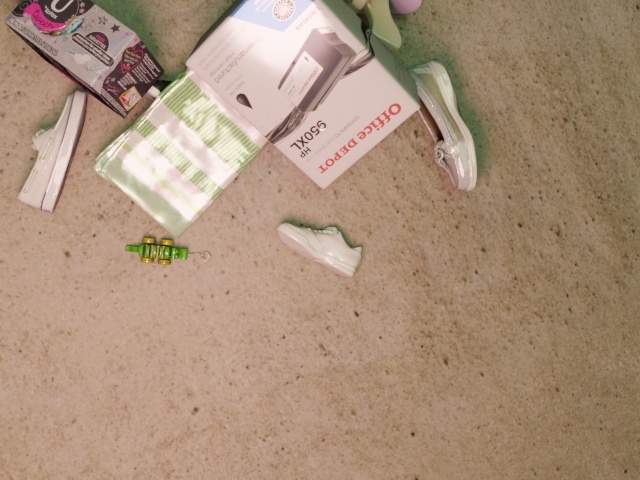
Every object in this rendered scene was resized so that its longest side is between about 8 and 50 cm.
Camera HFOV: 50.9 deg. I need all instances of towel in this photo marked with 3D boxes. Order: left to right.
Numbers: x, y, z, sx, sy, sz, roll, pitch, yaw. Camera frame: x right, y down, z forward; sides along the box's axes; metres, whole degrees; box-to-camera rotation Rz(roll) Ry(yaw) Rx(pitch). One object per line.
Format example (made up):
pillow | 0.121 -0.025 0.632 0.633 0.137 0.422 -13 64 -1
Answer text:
towel | -0.291 -0.194 1.450 0.325 0.038 0.248 -45 112 5

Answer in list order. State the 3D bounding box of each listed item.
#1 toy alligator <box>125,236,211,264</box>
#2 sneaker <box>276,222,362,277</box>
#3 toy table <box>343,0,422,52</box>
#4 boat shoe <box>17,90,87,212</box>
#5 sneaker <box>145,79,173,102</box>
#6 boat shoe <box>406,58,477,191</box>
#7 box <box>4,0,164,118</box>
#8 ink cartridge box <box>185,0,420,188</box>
toy alligator | -0.337 0.027 1.492 0.190 0.051 0.056 7 91 -11
sneaker | 0.000 0.000 1.553 0.212 0.080 0.094 30 75 -17
toy table | 0.080 -0.539 1.472 0.274 0.252 0.160 23 71 1
boat shoe | -0.568 -0.197 1.423 0.088 0.096 0.267 18 97 -16
sneaker | -0.293 -0.333 1.480 0.217 0.079 0.121 31 83 -19
boat shoe | 0.280 -0.261 1.572 0.103 0.118 0.320 -18 91 -4
box | -0.470 -0.393 1.357 0.247 0.163 0.142 36 84 13
ink cartridge box | -0.027 -0.345 1.387 0.285 0.166 0.395 -39 114 24
